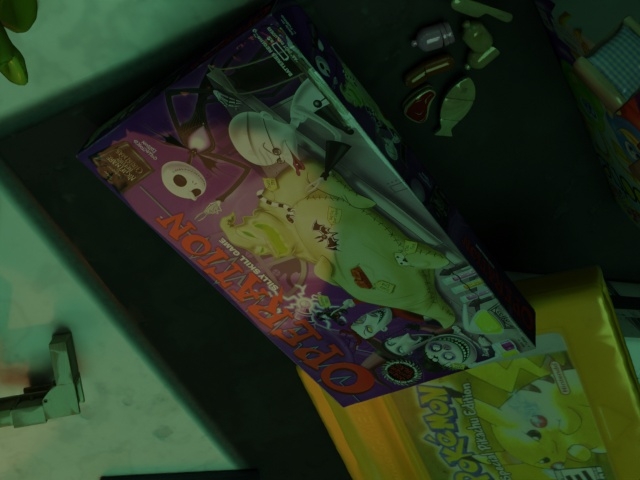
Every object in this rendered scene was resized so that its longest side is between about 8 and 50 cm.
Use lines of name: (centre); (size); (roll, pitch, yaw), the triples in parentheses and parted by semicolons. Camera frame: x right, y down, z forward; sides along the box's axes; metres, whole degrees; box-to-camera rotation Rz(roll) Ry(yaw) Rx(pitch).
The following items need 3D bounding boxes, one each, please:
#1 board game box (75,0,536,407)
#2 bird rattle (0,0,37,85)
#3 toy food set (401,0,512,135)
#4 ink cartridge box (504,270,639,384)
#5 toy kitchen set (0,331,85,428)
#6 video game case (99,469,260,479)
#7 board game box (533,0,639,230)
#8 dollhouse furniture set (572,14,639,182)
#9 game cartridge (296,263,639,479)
board game box: (0.000, 0.000, 0.558); (0.208, 0.056, 0.347); (-23, 122, 35)
bird rattle: (-0.285, -0.165, 0.386); (0.253, 0.143, 0.207); (29, 131, -29)
toy food set: (0.104, -0.147, 0.578); (0.077, 0.019, 0.122); (9, 132, -22)
ink cartridge box: (0.293, 0.151, 0.802); (0.272, 0.114, 0.197); (6, 125, -19)
toy kitchen set: (-0.279, 0.131, 0.673); (0.083, 0.068, 0.075); (-8, 101, -10)
video game case: (-0.201, 0.401, 0.914); (0.196, 0.026, 0.274); (3, 127, -19)
board game box: (0.314, -0.113, 0.582); (0.142, 0.144, 0.275); (-33, 128, 11)
dollhouse furniture set: (0.223, -0.217, 0.352); (0.286, 0.303, 0.198); (-39, 170, 10)
game cartridge: (0.159, 0.187, 0.701); (0.323, 0.053, 0.285); (-17, 109, 27)
